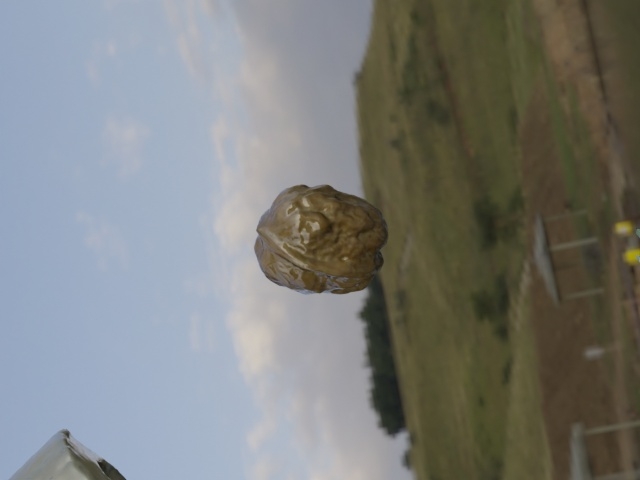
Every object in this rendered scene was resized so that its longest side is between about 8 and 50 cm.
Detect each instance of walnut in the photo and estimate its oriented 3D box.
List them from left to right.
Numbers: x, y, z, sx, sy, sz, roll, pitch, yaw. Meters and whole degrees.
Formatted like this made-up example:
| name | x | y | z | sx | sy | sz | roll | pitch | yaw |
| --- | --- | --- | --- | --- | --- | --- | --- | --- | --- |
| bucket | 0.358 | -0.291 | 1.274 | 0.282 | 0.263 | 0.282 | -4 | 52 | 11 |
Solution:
| name | x | y | z | sx | sy | sz | roll | pitch | yaw |
| --- | --- | --- | --- | --- | --- | --- | --- | --- | --- |
| walnut | 0.000 | 0.000 | 0.949 | 0.082 | 0.096 | 0.079 | -111 | 37 | -55 |

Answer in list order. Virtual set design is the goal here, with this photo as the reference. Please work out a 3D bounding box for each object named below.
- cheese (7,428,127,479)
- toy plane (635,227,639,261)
| name | x | y | z | sx | sy | sz | roll | pitch | yaw |
| --- | --- | --- | --- | --- | --- | --- | --- | --- | --- |
| cheese | -0.218 | 0.343 | 1.381 | 0.292 | 0.153 | 0.332 | 46 | 172 | 10 |
| toy plane | 0.345 | 0.020 | 1.375 | 0.080 | 0.033 | 0.083 | -26 | -78 | -57 |
